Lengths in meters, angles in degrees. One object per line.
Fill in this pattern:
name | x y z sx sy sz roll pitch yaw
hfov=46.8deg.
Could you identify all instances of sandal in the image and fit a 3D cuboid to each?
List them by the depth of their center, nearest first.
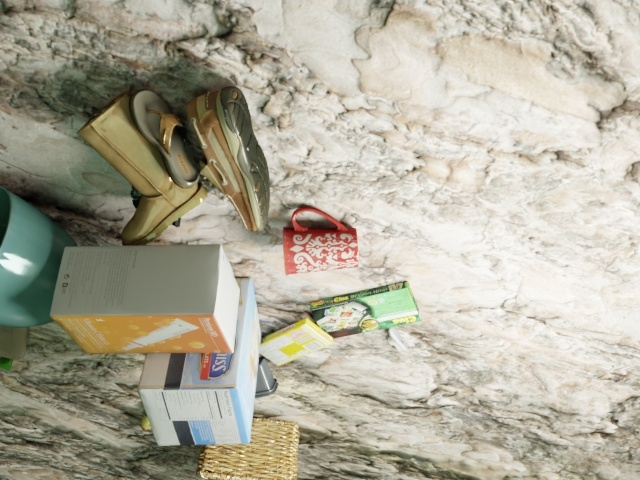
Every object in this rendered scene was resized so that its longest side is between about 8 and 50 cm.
sandal | -0.299 -0.205 1.476 0.060 0.090 0.219 -10 113 42

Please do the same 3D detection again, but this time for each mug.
mug | 0.000 0.008 1.681 0.169 0.113 0.150 -2 135 0

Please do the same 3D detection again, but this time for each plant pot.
plant pot | -0.677 0.060 1.651 0.293 0.293 0.235 -29 140 26

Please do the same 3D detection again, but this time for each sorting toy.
sorting toy | -0.884 0.237 1.976 0.195 0.047 0.348 12 133 -15

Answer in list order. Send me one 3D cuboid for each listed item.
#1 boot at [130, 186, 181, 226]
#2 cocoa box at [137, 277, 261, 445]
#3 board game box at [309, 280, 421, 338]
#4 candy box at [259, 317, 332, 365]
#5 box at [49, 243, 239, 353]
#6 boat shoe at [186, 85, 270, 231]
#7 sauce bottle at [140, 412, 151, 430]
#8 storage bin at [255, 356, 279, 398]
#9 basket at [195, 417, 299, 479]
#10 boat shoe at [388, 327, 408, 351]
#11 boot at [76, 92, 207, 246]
boot | -0.367 -0.083 1.653 0.099 0.045 0.121 -2 126 1
cocoa box | -0.275 0.286 1.787 0.227 0.347 0.232 -2 132 3
board game box | 0.116 0.182 1.892 0.259 0.030 0.136 -13 129 14
candy box | -0.077 0.273 1.968 0.205 0.027 0.105 -27 124 35
box | -0.368 0.131 1.609 0.345 0.168 0.215 -1 150 5
boat shoe | -0.187 -0.165 1.530 0.119 0.123 0.324 -4 125 14
sauce bottle | -0.510 0.526 2.230 0.042 0.042 0.128 18 133 -14
storage bin | -0.193 0.379 2.056 0.135 0.098 0.091 -11 104 13
basket | -0.221 0.681 2.241 0.299 0.223 0.214 7 133 -6
boat shoe | 0.197 0.265 1.963 0.035 0.035 0.100 -23 135 18
boot | -0.402 -0.138 1.545 0.236 0.089 0.269 -37 117 8
